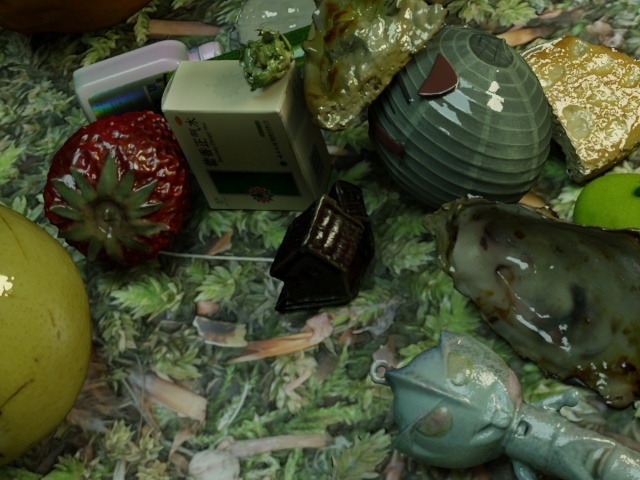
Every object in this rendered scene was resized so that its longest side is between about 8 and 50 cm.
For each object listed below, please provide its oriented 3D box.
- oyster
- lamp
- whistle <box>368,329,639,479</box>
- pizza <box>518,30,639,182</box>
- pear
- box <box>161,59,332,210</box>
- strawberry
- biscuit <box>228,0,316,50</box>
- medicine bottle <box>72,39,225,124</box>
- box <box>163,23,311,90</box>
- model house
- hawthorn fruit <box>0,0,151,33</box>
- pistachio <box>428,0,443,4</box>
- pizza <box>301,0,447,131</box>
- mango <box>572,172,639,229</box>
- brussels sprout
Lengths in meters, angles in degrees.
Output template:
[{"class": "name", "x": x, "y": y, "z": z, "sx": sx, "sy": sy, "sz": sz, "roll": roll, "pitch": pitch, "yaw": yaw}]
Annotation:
[{"class": "oyster", "x": 0.273, "y": 0.061, "z": 1.569, "sx": 0.361, "sy": 0.221, "sz": 0.096, "roll": 15, "pitch": 23, "yaw": 37}, {"class": "lamp", "x": 0.176, "y": -0.157, "z": 1.703, "sx": 0.233, "sy": 0.233, "sz": 0.265, "roll": -15, "pitch": 38, "yaw": 7}, {"class": "whistle", "x": 0.208, "y": 0.205, "z": 1.501, "sx": 0.346, "sy": 0.133, "sz": 0.142, "roll": 21, "pitch": 59, "yaw": 20}, {"class": "pizza", "x": 0.365, "y": -0.188, "z": 1.776, "sx": 0.204, "sy": 0.080, "sz": 0.188, "roll": -27, "pitch": 73, "yaw": -15}, {"class": "pear", "x": -0.448, "y": 0.112, "z": 1.643, "sx": 0.348, "sy": 0.348, "sz": 0.348, "roll": -9, "pitch": 52, "yaw": 12}, {"class": "box", "x": -0.094, "y": -0.137, "z": 1.794, "sx": 0.168, "sy": 0.212, "sz": 0.095, "roll": 3, "pitch": 55, "yaw": 20}, {"class": "strawberry", "x": -0.259, "y": -0.089, "z": 1.848, "sx": 0.205, "sy": 0.205, "sz": 0.244, "roll": -7, "pitch": 28, "yaw": 14}, {"class": "biscuit", "x": -0.052, "y": -0.333, "z": 2.044, "sx": 0.188, "sy": 0.040, "sz": 0.265, "roll": -18, "pitch": 50, "yaw": 2}, {"class": "medicine bottle", "x": -0.242, "y": -0.229, "z": 1.976, "sx": 0.219, "sy": 0.115, "sz": 0.078, "roll": -18, "pitch": 49, "yaw": 4}, {"class": "box", "x": -0.040, "y": -0.225, "z": 1.896, "sx": 0.346, "sy": 0.134, "sz": 0.097, "roll": -17, "pitch": 48, "yaw": 4}, {"class": "model house", "x": 0.002, "y": -0.006, "z": 1.706, "sx": 0.106, "sy": 0.152, "sz": 0.165, "roll": 9, "pitch": 59, "yaw": 17}, {"class": "hawthorn fruit", "x": -0.400, "y": -0.534, "z": 2.080, "sx": 0.472, "sy": 0.471, "sz": 0.471, "roll": -9, "pitch": 52, "yaw": 12}, {"class": "pistachio", "x": 0.107, "y": -0.442, "z": 1.952, "sx": 0.230, "sy": 0.230, "sz": 0.309, "roll": -18, "pitch": 36, "yaw": 5}, {"class": "pizza", "x": 0.055, "y": -0.279, "z": 1.703, "sx": 0.223, "sy": 0.089, "sz": 0.323, "roll": -35, "pitch": 32, "yaw": 30}, {"class": "mango", "x": 0.427, "y": -0.012, "z": 1.578, "sx": 0.293, "sy": 0.143, "sz": 0.175, "roll": 11, "pitch": 57, "yaw": 36}, {"class": "brussels sprout", "x": -0.068, "y": -0.225, "z": 1.684, "sx": 0.085, "sy": 0.058, "sz": 0.085, "roll": -12, "pitch": 71, "yaw": 38}]
